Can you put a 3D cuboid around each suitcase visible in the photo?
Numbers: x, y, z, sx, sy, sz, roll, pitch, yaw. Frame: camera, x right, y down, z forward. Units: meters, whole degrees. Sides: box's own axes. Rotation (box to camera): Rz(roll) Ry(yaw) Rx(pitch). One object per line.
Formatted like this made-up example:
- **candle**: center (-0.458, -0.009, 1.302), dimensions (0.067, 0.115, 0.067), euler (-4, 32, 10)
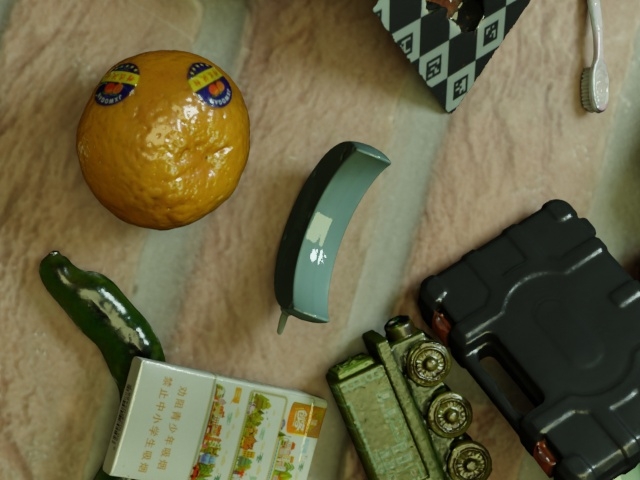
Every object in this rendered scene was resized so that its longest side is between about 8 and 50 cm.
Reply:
- **suitcase**: center (0.256, 0.108, 1.408), dimensions (0.206, 0.066, 0.285), euler (-32, 60, -11)

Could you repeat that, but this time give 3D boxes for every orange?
- **orange**: center (-0.154, -0.099, 1.326), dimensions (0.177, 0.155, 0.177), euler (-13, 107, -49)

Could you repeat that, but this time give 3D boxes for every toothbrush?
- **toothbrush**: center (0.299, -0.293, 1.496), dimensions (0.025, 0.029, 0.307), euler (-2, 91, -24)

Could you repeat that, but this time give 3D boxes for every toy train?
- **toy train**: center (0.091, 0.197, 1.441), dimensions (0.137, 0.090, 0.225), euler (-24, 98, -8)

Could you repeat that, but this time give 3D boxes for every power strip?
- **power strip**: center (0.000, 0.000, 1.383), dimensions (0.044, 0.137, 0.216), euler (21, 93, -20)

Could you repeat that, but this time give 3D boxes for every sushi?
- **sushi**: center (0.141, -0.276, 1.404), dimensions (0.219, 0.047, 0.231), euler (-55, 147, -5)

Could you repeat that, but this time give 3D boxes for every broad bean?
- **broad bean**: center (-0.220, 0.157, 1.383), dimensions (0.144, 0.049, 0.292), euler (1, 92, -16)

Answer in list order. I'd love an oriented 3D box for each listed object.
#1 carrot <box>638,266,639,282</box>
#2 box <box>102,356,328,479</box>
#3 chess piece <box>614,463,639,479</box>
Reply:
- **carrot**: center (0.436, 0.098, 1.483), dimensions (0.159, 0.159, 0.225), euler (-43, 99, -8)
- **box**: center (-0.104, 0.199, 1.396), dimensions (0.220, 0.032, 0.122), euler (16, 88, -28)
- **chess piece**: center (0.323, 0.303, 1.464), dimensions (0.194, 0.194, 0.299), euler (-10, 86, -13)
